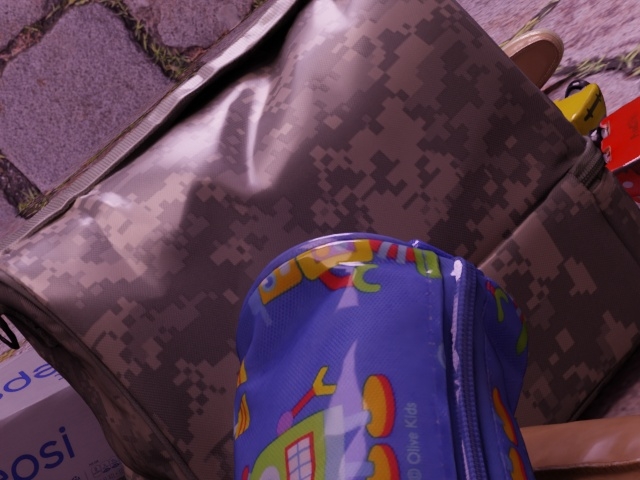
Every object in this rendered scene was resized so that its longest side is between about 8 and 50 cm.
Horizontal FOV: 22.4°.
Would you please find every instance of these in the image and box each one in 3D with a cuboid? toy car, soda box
[{"bbox_3d":[0.230,-0.102,1.051,0.225,0.053,0.239,-42,16,-10],"label":"toy car"},{"bbox_3d":[-0.266,0.168,1.183,0.286,0.091,0.098,-26,25,-21],"label":"soda box"}]

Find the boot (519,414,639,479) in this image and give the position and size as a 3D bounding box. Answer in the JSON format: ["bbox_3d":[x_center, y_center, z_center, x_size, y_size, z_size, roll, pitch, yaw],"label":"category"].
[{"bbox_3d":[0.142,0.082,0.661,0.269,0.089,0.236,-21,23,53],"label":"boot"}]

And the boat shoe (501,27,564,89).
[{"bbox_3d":[0.145,-0.116,1.311,0.135,0.050,0.045,-44,15,22],"label":"boat shoe"}]

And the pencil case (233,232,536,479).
[{"bbox_3d":[0.032,0.129,0.553,0.133,0.119,0.306,-47,30,32],"label":"pencil case"}]

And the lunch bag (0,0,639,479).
[{"bbox_3d":[0.001,0.016,0.857,0.305,0.256,0.212,-43,16,-15],"label":"lunch bag"}]
